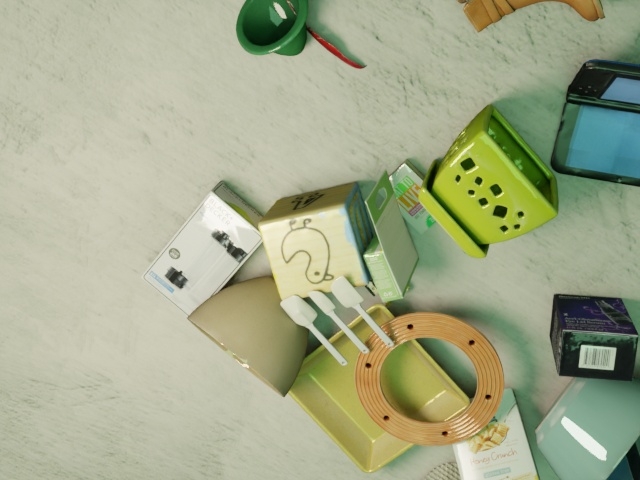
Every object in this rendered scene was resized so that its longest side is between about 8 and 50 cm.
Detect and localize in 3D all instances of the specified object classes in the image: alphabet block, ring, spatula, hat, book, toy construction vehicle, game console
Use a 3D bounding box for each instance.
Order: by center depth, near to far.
[{"bbox_3d":[0.631,-0.219,1.584,0.293,0.250,0.173,10,83,7],"label":"game console"},{"bbox_3d":[-0.054,-0.424,1.715,0.173,0.183,0.209,-38,57,13],"label":"hat"},{"bbox_3d":[0.042,0.180,1.747,0.168,0.019,0.242,-27,126,19],"label":"spatula"},{"bbox_3d":[0.000,0.000,1.758,0.197,0.193,0.193,-13,104,15],"label":"alphabet block"},{"bbox_3d":[0.206,-0.095,1.776,0.144,0.035,0.096,43,115,-6],"label":"book"},{"bbox_3d":[0.245,0.313,1.820,0.336,0.032,0.337,4,110,10],"label":"ring"},{"bbox_3d":[0.151,0.094,1.850,0.086,0.035,0.098,-43,99,9],"label":"toy construction vehicle"}]

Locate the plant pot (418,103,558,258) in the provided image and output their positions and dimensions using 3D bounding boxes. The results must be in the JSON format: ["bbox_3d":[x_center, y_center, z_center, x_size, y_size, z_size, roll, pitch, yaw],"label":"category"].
[{"bbox_3d":[0.335,-0.112,1.646,0.227,0.228,0.207,46,118,-7],"label":"plant pot"}]

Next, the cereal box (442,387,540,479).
[{"bbox_3d":[0.396,0.479,1.856,0.173,0.047,0.240,-20,68,16],"label":"cereal box"}]

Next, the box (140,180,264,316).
[{"bbox_3d":[-0.265,0.025,1.871,0.169,0.087,0.290,42,110,-5],"label":"box"}]

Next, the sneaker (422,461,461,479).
[{"bbox_3d":[0.380,0.603,1.939,0.293,0.102,0.146,-27,102,18],"label":"sneaker"}]

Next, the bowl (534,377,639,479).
[{"bbox_3d":[0.586,0.396,1.752,0.163,0.311,0.312,37,112,17],"label":"bowl"}]

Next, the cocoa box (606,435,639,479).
[{"bbox_3d":[0.761,0.573,1.726,0.231,0.347,0.228,28,112,-1],"label":"cocoa box"}]

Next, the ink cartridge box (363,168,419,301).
[{"bbox_3d":[0.137,-0.012,1.724,0.056,0.171,0.235,-14,113,27],"label":"ink cartridge box"}]

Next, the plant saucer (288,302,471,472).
[{"bbox_3d":[0.130,0.343,1.910,0.332,0.081,0.333,-40,98,20],"label":"plant saucer"}]

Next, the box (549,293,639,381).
[{"bbox_3d":[0.576,0.203,1.711,0.153,0.207,0.108,3,109,9],"label":"box"}]

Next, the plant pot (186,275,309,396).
[{"bbox_3d":[-0.134,0.195,1.833,0.284,0.284,0.191,41,78,-5],"label":"plant pot"}]

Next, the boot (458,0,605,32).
[{"bbox_3d":[0.392,-0.481,1.564,0.220,0.109,0.283,-41,95,19],"label":"boot"}]
